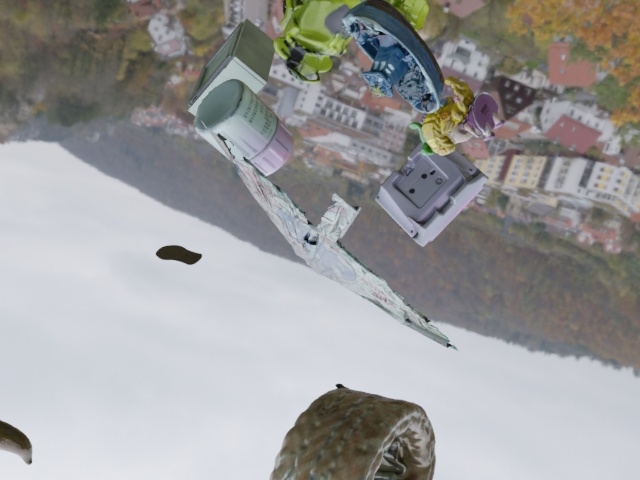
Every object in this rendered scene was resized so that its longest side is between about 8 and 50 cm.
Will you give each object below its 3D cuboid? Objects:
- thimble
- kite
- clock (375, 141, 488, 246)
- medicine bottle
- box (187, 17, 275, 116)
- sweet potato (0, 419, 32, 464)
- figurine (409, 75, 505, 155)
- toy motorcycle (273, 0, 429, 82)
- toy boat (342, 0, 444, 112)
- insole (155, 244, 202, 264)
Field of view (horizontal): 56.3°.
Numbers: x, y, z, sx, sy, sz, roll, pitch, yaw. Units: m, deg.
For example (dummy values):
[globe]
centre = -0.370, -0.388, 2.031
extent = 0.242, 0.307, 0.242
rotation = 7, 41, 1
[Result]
[thimble]
centre = 0.050, 0.308, 0.802
extent = 0.148, 0.195, 0.229
rotation = 1, -160, 35
[kite]
centre = 0.000, 0.000, 0.714
extent = 0.406, 0.014, 0.368
rotation = 42, 167, 3
[clock]
centre = 0.276, -0.130, 1.530
extent = 0.186, 0.253, 0.083
rotation = 49, -165, 29
[medicine bottle]
centre = -0.148, -0.218, 1.181
extent = 0.135, 0.135, 0.168
rotation = 25, 168, 48
[box]
centre = -0.250, -0.463, 1.676
extent = 0.117, 0.225, 0.224
rotation = 35, -143, -26
[sweet potato]
centre = -0.751, 0.424, 1.374
extent = 0.249, 0.059, 0.069
rotation = 46, -172, -5
[figurine]
centre = 0.205, -0.202, 0.981
extent = 0.114, 0.095, 0.156
rotation = 56, 152, -13
[toy motorcycle]
centre = 0.028, -0.380, 1.022
extent = 0.142, 0.205, 0.342
rotation = -3, -173, -39
[toy boat]
centre = 0.069, -0.171, 0.575
extent = 0.060, 0.060, 0.137
rotation = 20, 161, 50
[insole]
centre = -0.276, 0.027, 1.161
extent = 0.135, 0.045, 0.002
rotation = 12, 139, 42
